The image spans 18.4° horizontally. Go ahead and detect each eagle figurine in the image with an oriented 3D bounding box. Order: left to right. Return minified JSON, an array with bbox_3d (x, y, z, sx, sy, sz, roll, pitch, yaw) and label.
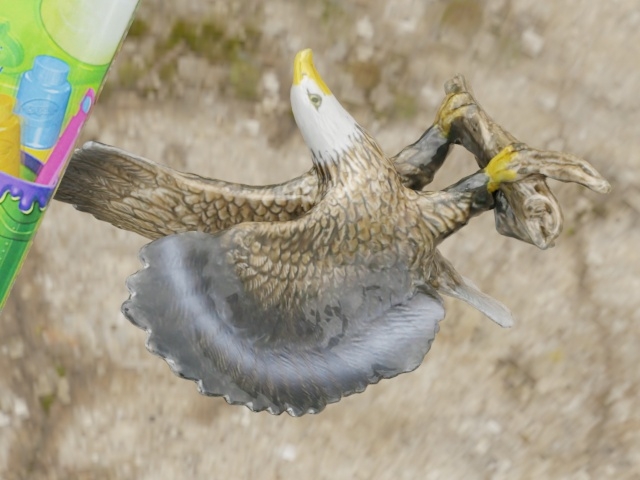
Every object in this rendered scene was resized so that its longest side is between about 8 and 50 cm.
[{"bbox_3d":[-0.005,-0.010,1.252,0.298,0.226,0.225,-26,82,-14],"label":"eagle figurine"}]

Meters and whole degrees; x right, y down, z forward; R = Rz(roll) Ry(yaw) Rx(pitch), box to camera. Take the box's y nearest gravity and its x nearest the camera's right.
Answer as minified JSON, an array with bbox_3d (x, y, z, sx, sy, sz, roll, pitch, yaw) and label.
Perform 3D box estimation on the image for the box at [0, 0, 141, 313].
[{"bbox_3d":[-0.205,-0.129,0.569,0.290,0.177,0.279,28,82,-29],"label":"box"}]
